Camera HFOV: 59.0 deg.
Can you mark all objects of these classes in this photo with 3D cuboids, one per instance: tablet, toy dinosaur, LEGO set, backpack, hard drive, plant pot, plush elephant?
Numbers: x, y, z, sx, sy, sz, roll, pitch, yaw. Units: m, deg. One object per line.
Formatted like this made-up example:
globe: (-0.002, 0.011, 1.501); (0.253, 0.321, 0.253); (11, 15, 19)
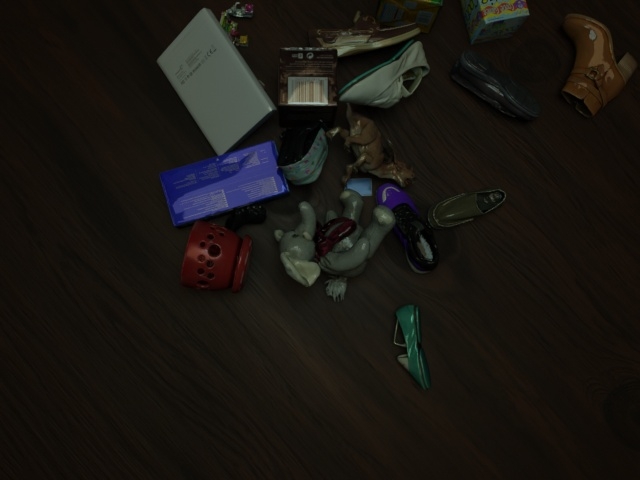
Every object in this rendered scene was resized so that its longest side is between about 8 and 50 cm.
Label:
tablet: (0.114, -0.161, 1.715); (0.083, 0.006, 0.054); (-2, 84, -2)
toy dinosaur: (0.142, -0.275, 1.631); (0.200, 0.127, 0.296); (-31, 114, -19)
LEGO set: (-0.248, -0.575, 1.690); (0.132, 0.107, 0.287); (-9, 84, -3)
backpack: (-0.049, -0.250, 1.628); (0.151, 0.115, 0.182); (-14, 42, 33)
hard drive: (-0.307, -0.454, 1.652); (0.233, 0.047, 0.353); (-35, 86, 27)
plant pot: (-0.286, 0.052, 1.583); (0.173, 0.191, 0.191); (13, 84, -4)
plush elephant: (0.000, 0.000, 1.562); (0.255, 0.272, 0.330); (13, 108, -26)

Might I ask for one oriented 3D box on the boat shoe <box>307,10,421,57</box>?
boat shoe: (0.128, -0.625, 1.695); (0.341, 0.123, 0.123); (-12, 104, 3)

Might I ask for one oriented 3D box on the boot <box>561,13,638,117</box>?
boot: (0.807, -0.537, 1.748); (0.283, 0.109, 0.220); (43, 88, -5)

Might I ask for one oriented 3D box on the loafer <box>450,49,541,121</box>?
loafer: (0.535, -0.460, 1.736); (0.302, 0.095, 0.109); (37, 53, -3)

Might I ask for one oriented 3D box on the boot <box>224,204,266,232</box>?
boot: (-0.218, -0.060, 1.659); (0.099, 0.121, 0.045); (-4, 59, -32)

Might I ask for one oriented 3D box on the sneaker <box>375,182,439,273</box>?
sneaker: (0.264, -0.045, 1.639); (0.102, 0.146, 0.294); (-29, 86, -5)

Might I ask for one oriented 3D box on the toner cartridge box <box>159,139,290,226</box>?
toner cartridge box: (-0.278, -0.163, 1.663); (0.347, 0.075, 0.165); (-17, 86, -4)

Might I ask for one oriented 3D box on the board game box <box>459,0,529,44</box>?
board game box: (0.511, -0.769, 1.727); (0.144, 0.142, 0.276); (-13, 85, -4)

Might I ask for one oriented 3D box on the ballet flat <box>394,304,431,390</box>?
ballet flat: (0.261, 0.311, 1.645); (0.087, 0.083, 0.248); (-10, 84, 21)

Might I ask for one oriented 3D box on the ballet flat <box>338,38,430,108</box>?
ballet flat: (0.205, -0.457, 1.622); (0.139, 0.139, 0.400); (45, 51, 2)

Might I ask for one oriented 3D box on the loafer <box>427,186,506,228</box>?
loafer: (0.438, -0.107, 1.682); (0.251, 0.087, 0.095); (-22, 85, -5)

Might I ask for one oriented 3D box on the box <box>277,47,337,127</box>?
box: (-0.039, -0.435, 1.637); (0.168, 0.203, 0.167); (0, 84, -3)

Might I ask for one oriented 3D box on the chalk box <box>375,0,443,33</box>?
chalk box: (0.281, -0.811, 1.705); (0.178, 0.180, 0.289); (9, 83, -2)
